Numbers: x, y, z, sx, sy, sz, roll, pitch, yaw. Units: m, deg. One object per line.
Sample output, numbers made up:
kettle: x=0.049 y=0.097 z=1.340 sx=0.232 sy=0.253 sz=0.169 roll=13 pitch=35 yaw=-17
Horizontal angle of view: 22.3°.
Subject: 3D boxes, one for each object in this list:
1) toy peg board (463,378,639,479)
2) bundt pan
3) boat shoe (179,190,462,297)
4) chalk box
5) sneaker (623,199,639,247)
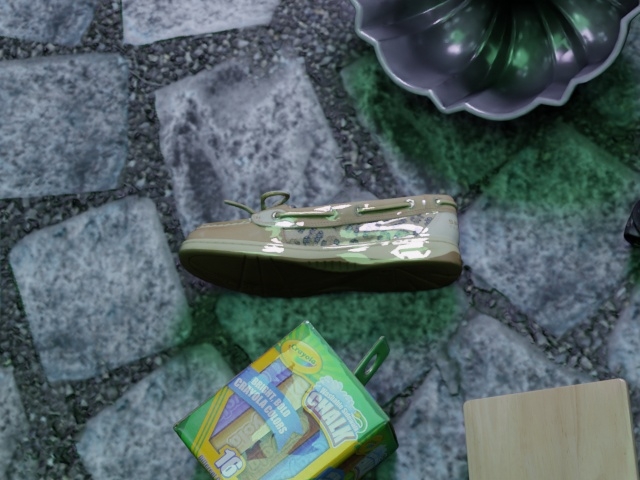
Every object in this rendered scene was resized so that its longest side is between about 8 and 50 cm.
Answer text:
toy peg board: x=0.231 y=0.229 z=1.557 sx=0.160 sy=0.079 sz=0.161 roll=-11 pitch=69 yaw=20
bundt pan: x=0.193 y=-0.291 z=1.652 sx=0.330 sy=0.124 sz=0.331 roll=5 pitch=102 yaw=26
boat shoe: x=0.000 y=0.000 z=1.649 sx=0.285 sy=0.104 sz=0.089 roll=1 pitch=66 yaw=-3
chalk box: x=-0.010 y=0.175 z=1.567 sx=0.213 sy=0.132 sz=0.132 roll=-38 pitch=70 yaw=-5
sneaker: x=0.359 y=-0.047 z=1.613 sx=0.124 sy=0.107 sz=0.283 roll=-7 pitch=70 yaw=11
